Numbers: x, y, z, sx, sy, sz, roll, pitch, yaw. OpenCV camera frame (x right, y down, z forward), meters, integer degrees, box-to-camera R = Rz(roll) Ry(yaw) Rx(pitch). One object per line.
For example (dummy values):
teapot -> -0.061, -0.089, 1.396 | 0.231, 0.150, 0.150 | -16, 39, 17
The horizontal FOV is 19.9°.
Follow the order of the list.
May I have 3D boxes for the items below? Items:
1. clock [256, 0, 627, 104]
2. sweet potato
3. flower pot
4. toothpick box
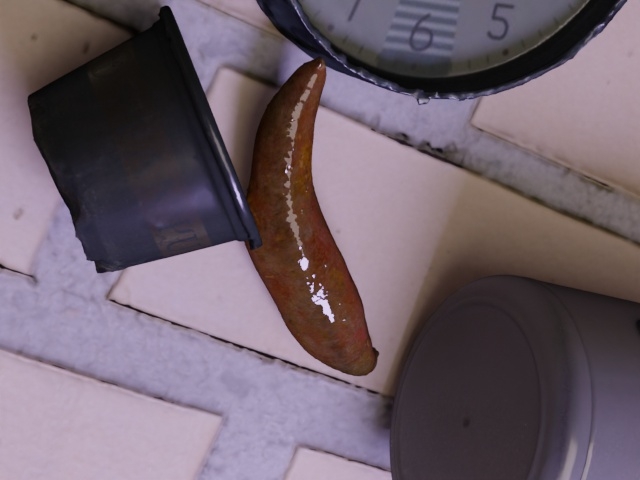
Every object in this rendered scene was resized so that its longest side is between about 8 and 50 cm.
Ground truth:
clock -> 0.091, -0.238, 1.168 | 0.312, 0.061, 0.313 | -10, 115, -21
sweet potato -> -0.010, 0.001, 1.218 | 0.078, 0.058, 0.255 | -20, 122, -11
flower pot -> -0.111, -0.053, 1.105 | 0.106, 0.157, 0.157 | -20, 119, -2
toothpick box -> 0.235, 0.141, 1.305 | 0.316, 0.229, 0.229 | 11, 106, -30
